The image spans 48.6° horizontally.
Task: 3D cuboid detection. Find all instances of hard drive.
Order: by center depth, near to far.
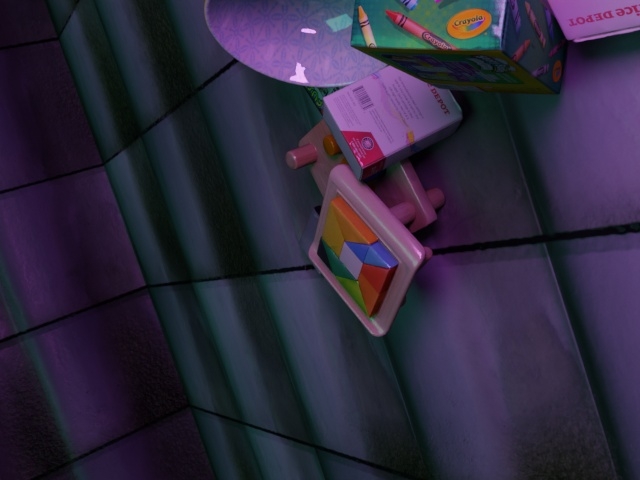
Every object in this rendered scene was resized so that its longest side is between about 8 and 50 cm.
[{"bbox_3d":[0.000,0.000,1.534,0.094,0.022,0.135,55,147,23],"label":"hard drive"}]

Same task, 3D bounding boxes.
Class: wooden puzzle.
[{"bbox_3d":[0.061,0.024,1.183,0.221,0.044,0.239,50,146,24],"label":"wooden puzzle"}]

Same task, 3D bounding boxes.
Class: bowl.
[{"bbox_3d":[-0.015,-0.372,1.061,0.289,0.289,0.156,-25,49,60],"label":"bowl"}]

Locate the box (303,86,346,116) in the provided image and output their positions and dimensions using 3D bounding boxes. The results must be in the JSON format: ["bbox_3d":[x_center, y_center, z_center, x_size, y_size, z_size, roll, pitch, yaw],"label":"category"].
[{"bbox_3d":[-0.005,-0.331,1.321,0.207,0.036,0.114,59,149,16],"label":"box"}]

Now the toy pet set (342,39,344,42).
[{"bbox_3d":[0.068,-0.346,1.165,0.114,0.065,0.122,-8,101,59],"label":"toy pet set"}]

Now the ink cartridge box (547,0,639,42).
[{"bbox_3d":[0.291,-0.323,0.719,0.212,0.093,0.154,54,158,-24],"label":"ink cartridge box"}]

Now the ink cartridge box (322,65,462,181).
[{"bbox_3d":[0.108,-0.189,1.082,0.128,0.175,0.072,62,173,12],"label":"ink cartridge box"}]

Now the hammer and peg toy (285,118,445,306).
[{"bbox_3d":[0.101,-0.063,1.232,0.362,0.127,0.266,63,150,3],"label":"hammer and peg toy"}]

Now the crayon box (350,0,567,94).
[{"bbox_3d":[0.171,-0.230,0.814,0.165,0.278,0.081,10,96,29],"label":"crayon box"}]
